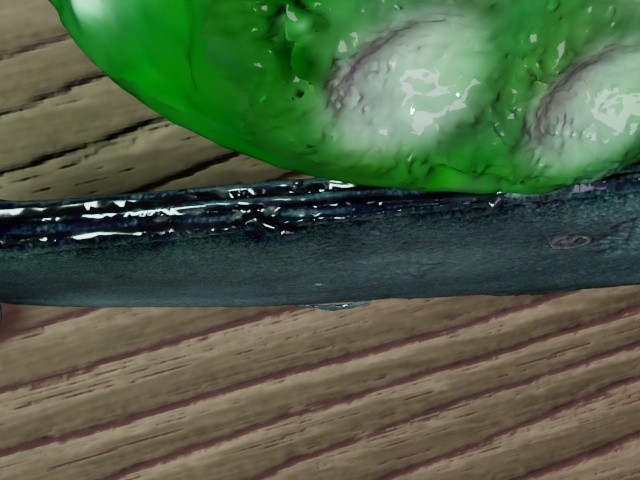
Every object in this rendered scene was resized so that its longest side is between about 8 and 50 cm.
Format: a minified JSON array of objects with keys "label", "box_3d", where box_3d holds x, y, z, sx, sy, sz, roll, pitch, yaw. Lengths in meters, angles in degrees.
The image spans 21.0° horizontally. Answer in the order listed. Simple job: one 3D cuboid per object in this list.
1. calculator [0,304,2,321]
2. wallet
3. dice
[{"label":"calculator","box_3d":[-0.251,0.009,0.912,0.121,0.039,0.210,-25,133,-3]},{"label":"wallet","box_3d":[0.000,0.000,0.876,0.379,0.046,0.190,-3,168,5]},{"label":"dice","box_3d":[0.045,-0.207,0.711,0.287,0.300,0.297,7,122,-32]}]
